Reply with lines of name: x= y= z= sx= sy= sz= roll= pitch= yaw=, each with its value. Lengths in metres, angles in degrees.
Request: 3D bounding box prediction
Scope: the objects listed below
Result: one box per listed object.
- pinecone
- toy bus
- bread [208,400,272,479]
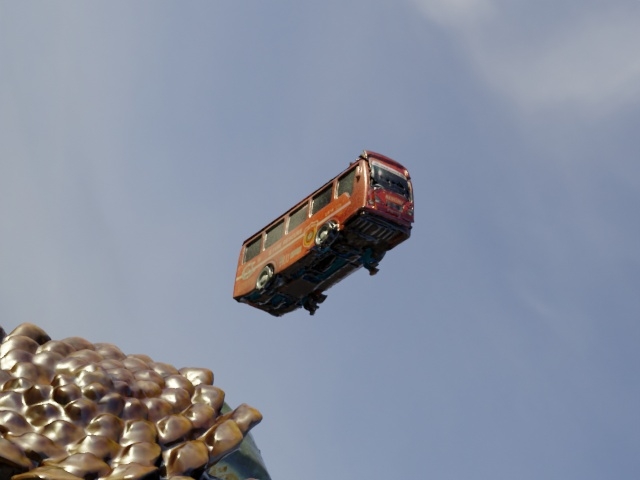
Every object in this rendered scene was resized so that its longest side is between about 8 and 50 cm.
pinecone: x=-0.235 y=0.278 z=1.143 sx=0.384 sy=0.384 sz=0.384 roll=48 pitch=-30 yaw=41
toy bus: x=0.000 y=0.000 z=1.214 sx=0.235 sy=0.073 sz=0.096 roll=-36 pitch=-138 yaw=45
bread: x=-0.245 y=0.360 z=1.631 sx=0.366 sy=0.382 sz=0.129 roll=35 pitch=15 yaw=-42
